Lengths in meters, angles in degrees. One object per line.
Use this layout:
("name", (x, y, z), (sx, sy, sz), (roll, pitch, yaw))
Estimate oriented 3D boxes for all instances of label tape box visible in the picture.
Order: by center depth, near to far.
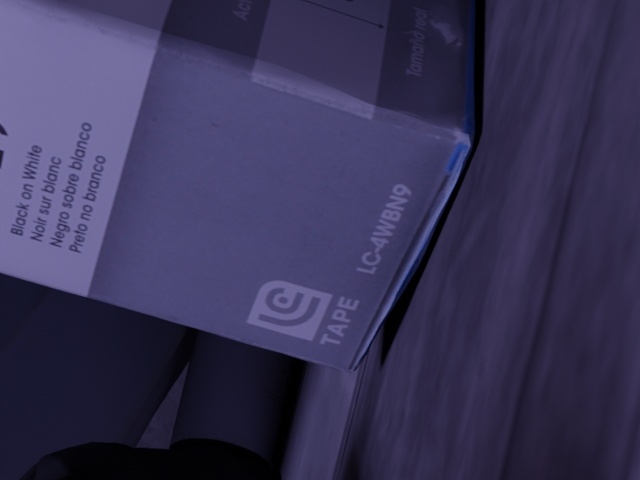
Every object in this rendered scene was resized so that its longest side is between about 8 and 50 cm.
("label tape box", (-0.122, -0.122, 0.483), (0.249, 0.347, 0.115), (-81, 13, -48))

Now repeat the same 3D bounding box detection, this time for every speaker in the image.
("speaker", (-0.038, 0.053, 0.727), (0.055, 0.055, 0.136), (114, 168, -61))

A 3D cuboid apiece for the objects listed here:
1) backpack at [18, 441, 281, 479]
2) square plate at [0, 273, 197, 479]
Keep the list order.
("backpack", (-0.064, 0.160, 0.390), (0.152, 0.115, 0.182), (-111, 32, -76))
("square plate", (-0.162, -0.005, 0.610), (0.347, 0.049, 0.344), (64, -150, -27))
